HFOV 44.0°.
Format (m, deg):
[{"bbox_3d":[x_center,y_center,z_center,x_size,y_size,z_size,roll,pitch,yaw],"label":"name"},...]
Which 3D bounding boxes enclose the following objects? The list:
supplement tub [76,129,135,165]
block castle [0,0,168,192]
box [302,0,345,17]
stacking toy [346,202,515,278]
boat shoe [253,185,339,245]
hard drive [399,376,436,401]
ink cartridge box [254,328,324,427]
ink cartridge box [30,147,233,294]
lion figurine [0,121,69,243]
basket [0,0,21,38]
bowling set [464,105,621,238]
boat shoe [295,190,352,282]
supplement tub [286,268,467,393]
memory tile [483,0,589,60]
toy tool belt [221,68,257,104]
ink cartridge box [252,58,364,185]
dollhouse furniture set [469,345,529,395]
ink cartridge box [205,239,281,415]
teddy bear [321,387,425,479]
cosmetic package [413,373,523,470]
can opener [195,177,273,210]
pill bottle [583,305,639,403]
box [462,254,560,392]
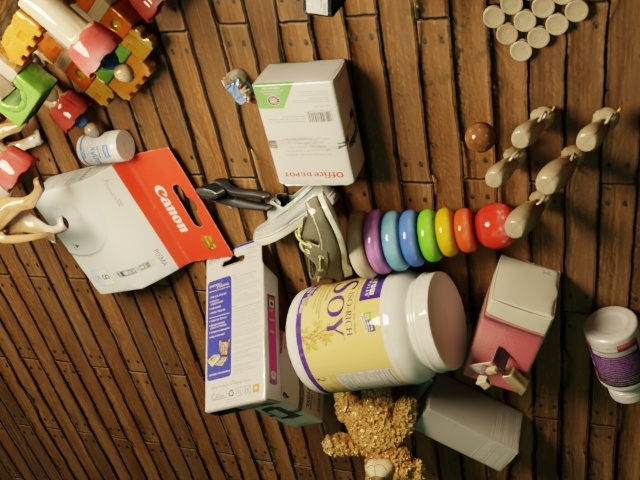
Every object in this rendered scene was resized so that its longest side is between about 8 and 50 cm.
[{"bbox_3d":[-0.463,-0.200,1.707,0.107,0.071,0.071,-4,126,25],"label":"supplement tub"},{"bbox_3d":[-0.459,-0.305,1.462,0.212,0.303,0.453,40,132,-14],"label":"block castle"},{"bbox_3d":[0.029,-0.462,1.193,0.051,0.220,0.175,12,130,16],"label":"box"},{"bbox_3d":[0.224,-0.012,1.556,0.330,0.141,0.141,-9,124,22],"label":"stacking toy"},{"bbox_3d":[-0.066,-0.068,1.662,0.227,0.079,0.081,-30,106,31],"label":"boat shoe"},{"bbox_3d":[0.198,0.309,1.872,0.135,0.022,0.094,38,134,12],"label":"hard drive"},{"bbox_3d":[-0.093,0.323,1.873,0.100,0.172,0.237,-17,144,31],"label":"ink cartridge box"},{"bbox_3d":[-0.433,-0.032,1.815,0.384,0.091,0.308,-9,123,31],"label":"ink cartridge box"},{"bbox_3d":[-0.712,-0.129,1.724,0.240,0.392,0.142,-21,158,2],"label":"lion figurine"},{"bbox_3d":[-0.566,-0.545,1.296,0.266,0.328,0.331,31,132,-10],"label":"basket"},{"bbox_3d":[0.368,-0.166,1.381,0.200,0.154,0.287,43,134,9],"label":"bowling set"},{"bbox_3d":[0.001,0.004,1.595,0.091,0.109,0.305,-17,153,0],"label":"boat shoe"},{"bbox_3d":[0.120,0.193,1.686,0.331,0.241,0.241,-13,122,30],"label":"supplement tub"},{"bbox_3d":[0.347,-0.369,1.284,0.113,0.012,0.148,44,131,-16],"label":"memory tile"},{"bbox_3d":[-0.154,-0.286,1.525,0.052,0.051,0.083,-28,114,37],"label":"toy tool belt"},{"bbox_3d":[-0.017,-0.219,1.498,0.160,0.093,0.220,2,129,21],"label":"ink cartridge box"},{"bbox_3d":[0.349,0.285,1.585,0.114,0.091,0.081,42,147,-16],"label":"dollhouse furniture set"},{"bbox_3d":[-0.177,0.192,1.774,0.175,0.371,0.069,-18,155,32],"label":"ink cartridge box"},{"bbox_3d":[0.116,0.424,1.831,0.244,0.113,0.338,-3,87,11],"label":"teddy bear"},{"bbox_3d":[0.347,0.424,1.865,0.237,0.127,0.107,25,132,3],"label":"cosmetic package"},{"bbox_3d":[-0.174,-0.089,1.667,0.186,0.073,0.059,14,130,30],"label":"can opener"},{"bbox_3d":[0.611,0.238,1.617,0.108,0.108,0.194,-9,123,28],"label":"pill bottle"},{"bbox_3d":[0.388,0.171,1.622,0.126,0.149,0.232,17,131,9],"label":"box"}]
